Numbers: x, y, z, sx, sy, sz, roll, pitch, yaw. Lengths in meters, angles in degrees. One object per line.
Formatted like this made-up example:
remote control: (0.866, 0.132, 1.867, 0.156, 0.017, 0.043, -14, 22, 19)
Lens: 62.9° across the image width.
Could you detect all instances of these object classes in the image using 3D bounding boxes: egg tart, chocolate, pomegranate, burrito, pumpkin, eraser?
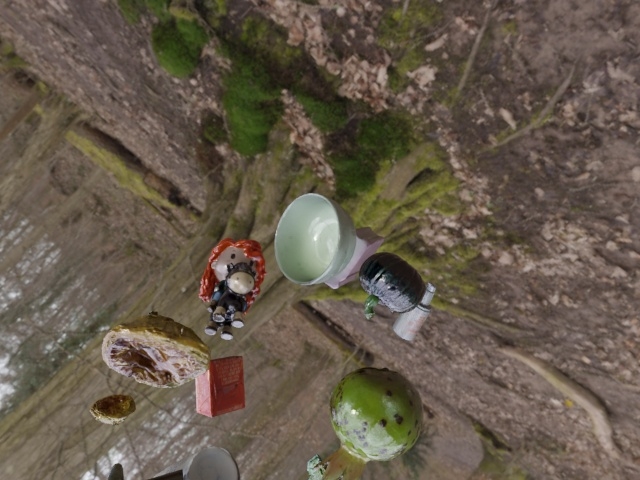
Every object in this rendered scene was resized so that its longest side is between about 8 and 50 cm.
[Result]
egg tart: (-0.494, 0.330, 1.633, 0.351, 0.339, 0.153, 22, -133, -26)
egg tart: (-0.614, 0.504, 1.550, 0.130, 0.052, 0.130, 5, -166, -1)
chocolate: (-0.436, 0.627, 2.269, 0.237, 0.108, 0.234, 12, -110, -63)
pomegranate: (0.108, 0.428, 1.207, 0.231, 0.286, 0.231, 28, -171, -5)
burrito: (-0.004, 0.751, 1.683, 0.104, 0.054, 0.288, 48, 149, 20)
pumpkin: (0.232, 0.172, 1.859, 0.248, 0.248, 0.248, 43, 179, 1)
eraser: (0.148, 0.073, 2.403, 0.122, 0.272, 0.359, 40, -168, 10)

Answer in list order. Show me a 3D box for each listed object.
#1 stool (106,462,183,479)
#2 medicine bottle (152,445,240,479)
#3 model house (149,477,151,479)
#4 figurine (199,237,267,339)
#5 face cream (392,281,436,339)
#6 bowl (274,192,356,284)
stool: (-0.529, 0.853, 1.519, 0.226, 0.310, 0.310, 8, -160, -17)
medicine bottle: (-0.435, 0.826, 1.750, 0.190, 0.332, 0.190, 28, -137, -29)
model house: (-0.704, 1.054, 2.221, 0.058, 0.057, 0.083, -25, 96, 43)
figurine: (-0.317, 0.163, 1.899, 0.241, 0.306, 0.412, 9, -162, -8)
face cream: (0.395, 0.279, 2.127, 0.101, 0.251, 0.101, 26, -162, -9)
bowl: (0.000, 0.000, 1.764, 0.163, 0.307, 0.307, 7, -154, -45)
